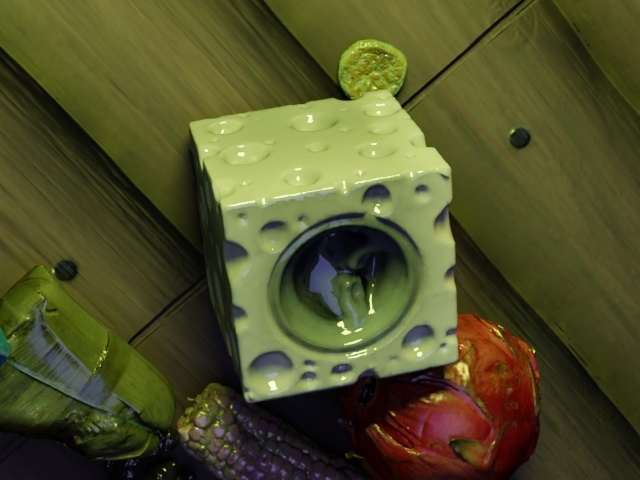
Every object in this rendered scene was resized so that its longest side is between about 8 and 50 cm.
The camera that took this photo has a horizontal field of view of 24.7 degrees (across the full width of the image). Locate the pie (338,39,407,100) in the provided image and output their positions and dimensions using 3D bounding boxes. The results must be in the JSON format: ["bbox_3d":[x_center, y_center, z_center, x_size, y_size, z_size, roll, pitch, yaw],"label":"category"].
[{"bbox_3d":[0.058,-0.192,1.669,0.084,0.021,0.084,-6,120,-10],"label":"pie"}]

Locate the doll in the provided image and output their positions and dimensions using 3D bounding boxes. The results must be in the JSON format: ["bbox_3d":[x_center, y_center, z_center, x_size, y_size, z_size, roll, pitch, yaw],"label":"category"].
[{"bbox_3d":[-0.208,0.303,1.786,0.139,0.057,0.165,28,98,-19],"label":"doll"}]

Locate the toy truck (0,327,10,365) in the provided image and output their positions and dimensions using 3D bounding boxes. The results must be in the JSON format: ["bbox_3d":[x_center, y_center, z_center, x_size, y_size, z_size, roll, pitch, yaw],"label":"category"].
[{"bbox_3d":[-0.505,0.181,1.566,0.385,0.162,0.161,-46,71,16],"label":"toy truck"}]

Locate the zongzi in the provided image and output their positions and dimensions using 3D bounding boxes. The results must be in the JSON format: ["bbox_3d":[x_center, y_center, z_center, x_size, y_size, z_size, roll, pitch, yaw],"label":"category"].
[{"bbox_3d":[-0.327,0.202,1.677,0.274,0.125,0.251,-43,106,9],"label":"zongzi"}]

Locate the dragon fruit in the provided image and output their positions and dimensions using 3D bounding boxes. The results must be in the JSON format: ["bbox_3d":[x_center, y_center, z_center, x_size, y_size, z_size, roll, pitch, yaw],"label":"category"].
[{"bbox_3d":[0.146,0.195,1.737,0.241,0.241,0.252,-47,146,7],"label":"dragon fruit"}]

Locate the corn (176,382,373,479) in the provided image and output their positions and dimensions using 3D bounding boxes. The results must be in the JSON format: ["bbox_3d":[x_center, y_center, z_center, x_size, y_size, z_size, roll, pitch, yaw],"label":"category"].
[{"bbox_3d":[-0.037,0.295,1.789,0.335,0.126,0.126,35,100,-21],"label":"corn"}]

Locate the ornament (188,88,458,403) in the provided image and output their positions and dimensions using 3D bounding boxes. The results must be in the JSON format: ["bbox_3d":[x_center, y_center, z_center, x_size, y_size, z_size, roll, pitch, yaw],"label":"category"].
[{"bbox_3d":[0.000,0.000,1.602,0.239,0.239,0.239,-10,118,-10],"label":"ornament"}]
